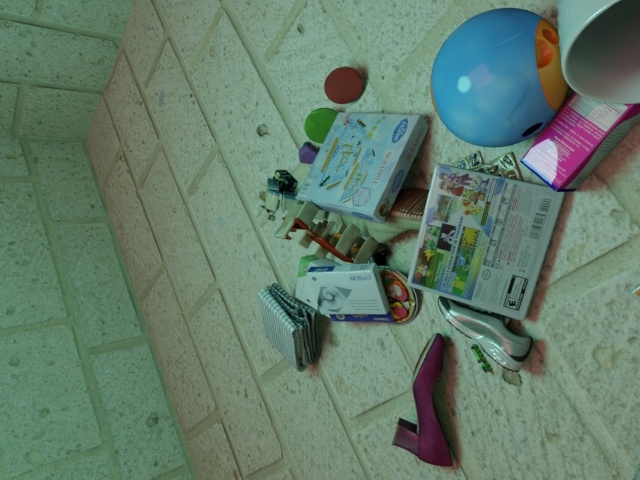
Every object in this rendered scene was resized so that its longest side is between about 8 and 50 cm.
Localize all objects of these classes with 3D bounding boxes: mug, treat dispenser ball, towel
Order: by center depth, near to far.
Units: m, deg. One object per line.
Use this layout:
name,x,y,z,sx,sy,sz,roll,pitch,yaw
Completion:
mug,0.612,-0.456,0.823,0.374,0.276,0.328,2,67,16
treat dispenser ball,0.387,-0.350,1.045,0.288,0.288,0.288,8,101,46
towel,-0.112,0.308,1.734,0.235,0.121,0.283,39,147,38

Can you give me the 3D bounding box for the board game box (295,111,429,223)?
board game box,0.115,-0.225,1.405,0.318,0.066,0.318,18,78,45

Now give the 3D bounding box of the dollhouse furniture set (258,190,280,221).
dollhouse furniture set,-0.232,-0.139,1.875,0.114,0.081,0.091,38,121,37

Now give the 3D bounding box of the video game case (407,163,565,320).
video game case,0.395,0.001,1.182,0.300,0.036,0.328,16,107,20

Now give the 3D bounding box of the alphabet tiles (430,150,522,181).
alphabet tiles,0.412,-0.129,1.253,0.237,0.009,0.198,-25,77,45

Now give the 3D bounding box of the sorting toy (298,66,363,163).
sorting toy,0.014,-0.427,1.589,0.126,0.127,0.365,-99,31,-48

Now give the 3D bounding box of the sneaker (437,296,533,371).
sneaker,0.422,0.217,1.238,0.271,0.100,0.108,39,101,37

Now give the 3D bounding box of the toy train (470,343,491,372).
toy train,0.428,0.316,1.282,0.017,0.024,0.083,-47,62,39

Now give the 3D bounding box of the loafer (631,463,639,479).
loafer,0.707,0.457,0.945,0.111,0.112,0.319,31,116,49

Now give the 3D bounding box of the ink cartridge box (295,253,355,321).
ink cartridge box,0.025,0.158,1.635,0.219,0.093,0.160,24,113,43

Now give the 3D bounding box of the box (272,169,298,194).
box,-0.135,-0.217,1.784,0.083,0.052,0.062,47,125,31

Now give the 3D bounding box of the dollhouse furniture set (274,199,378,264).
dollhouse furniture set,0.000,0.000,1.480,0.135,0.259,0.262,-60,26,-12

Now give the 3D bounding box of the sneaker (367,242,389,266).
sneaker,0.161,0.079,1.503,0.075,0.063,0.170,47,121,40

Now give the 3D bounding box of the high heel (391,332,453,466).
high heel,0.340,0.455,1.367,0.181,0.127,0.377,18,106,14

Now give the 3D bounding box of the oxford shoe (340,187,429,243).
oxford shoe,0.223,-0.065,1.399,0.397,0.140,0.146,13,129,45

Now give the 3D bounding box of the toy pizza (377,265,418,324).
toy pizza,0.200,0.173,1.455,0.201,0.032,0.201,18,121,31

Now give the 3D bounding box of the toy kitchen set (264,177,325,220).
toy kitchen set,-0.084,-0.174,1.687,0.166,0.207,0.122,-104,27,-65

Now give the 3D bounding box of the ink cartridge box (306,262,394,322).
ink cartridge box,0.090,0.174,1.447,0.223,0.045,0.224,-5,120,29

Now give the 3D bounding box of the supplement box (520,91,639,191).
supplement box,0.555,-0.221,1.014,0.114,0.111,0.220,53,128,28

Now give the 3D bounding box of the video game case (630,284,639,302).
video game case,0.762,0.108,0.904,0.206,0.026,0.227,55,131,26
